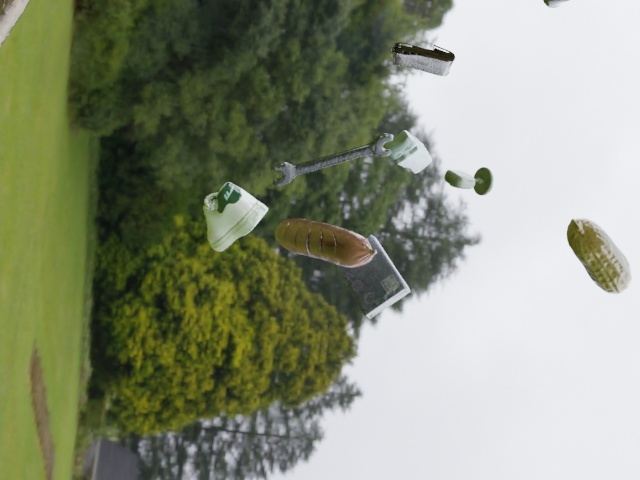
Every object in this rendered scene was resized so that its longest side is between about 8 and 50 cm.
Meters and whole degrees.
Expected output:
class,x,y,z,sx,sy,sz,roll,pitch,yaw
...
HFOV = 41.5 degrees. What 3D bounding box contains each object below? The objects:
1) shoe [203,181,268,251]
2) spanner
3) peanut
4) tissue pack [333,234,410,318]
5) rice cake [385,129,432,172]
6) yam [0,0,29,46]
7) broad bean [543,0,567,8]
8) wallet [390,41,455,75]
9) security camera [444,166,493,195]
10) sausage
class,x,y,z,sx,sy,sz,roll,pitch,yaw
shoe,-0.199,-0.056,1.770,0.095,0.110,0.265,-53,-166,-26
spanner,0.023,-0.159,1.662,0.015,0.254,0.054,-97,170,-55
peanut,0.596,0.028,1.806,0.083,0.194,0.093,-30,-173,45
tissue pack,0.110,0.078,1.857,0.156,0.112,0.051,58,7,26
rice cake,0.204,-0.198,1.912,0.066,0.063,0.336,-38,174,10
yam,-0.264,-0.237,0.761,0.145,0.032,0.032,-59,-164,-5
broad bean,0.510,-0.558,1.725,0.325,0.075,0.067,69,-4,-75
wallet,0.220,-0.393,1.823,0.243,0.132,0.039,-43,145,-81
security camera,0.271,-0.111,1.567,0.058,0.092,0.058,-2,-92,59
sausage,-0.002,0.001,1.828,0.433,0.087,0.088,12,-88,63
